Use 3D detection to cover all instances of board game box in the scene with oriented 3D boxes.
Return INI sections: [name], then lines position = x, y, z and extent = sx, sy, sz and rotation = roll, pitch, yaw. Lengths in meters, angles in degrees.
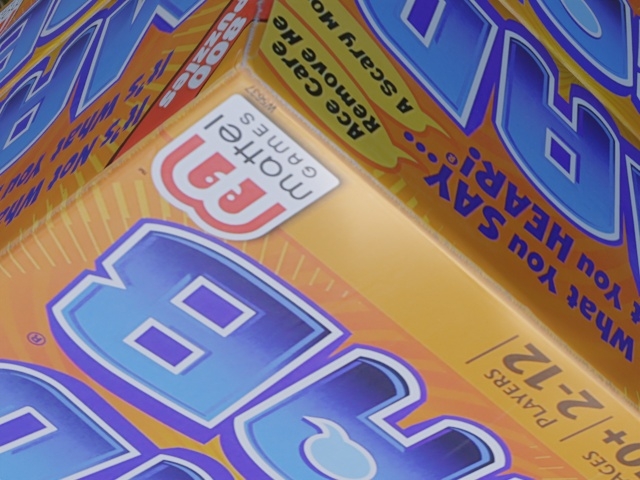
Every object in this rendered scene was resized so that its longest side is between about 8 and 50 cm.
[board game box]
position = 0.000, 0.000, 0.787
extent = 0.356, 0.356, 0.356
rotation = 39, 128, -24
